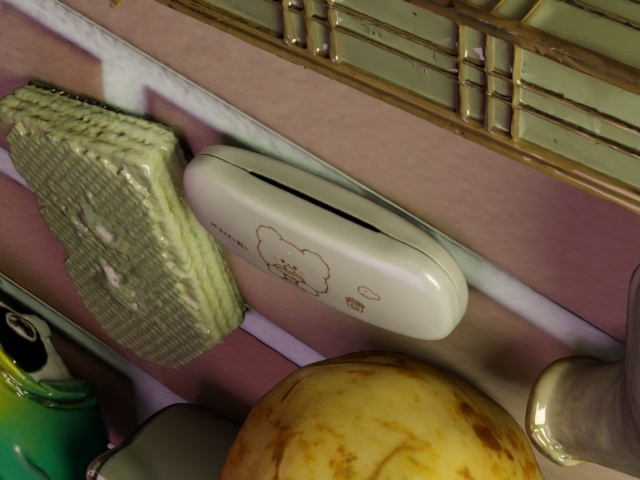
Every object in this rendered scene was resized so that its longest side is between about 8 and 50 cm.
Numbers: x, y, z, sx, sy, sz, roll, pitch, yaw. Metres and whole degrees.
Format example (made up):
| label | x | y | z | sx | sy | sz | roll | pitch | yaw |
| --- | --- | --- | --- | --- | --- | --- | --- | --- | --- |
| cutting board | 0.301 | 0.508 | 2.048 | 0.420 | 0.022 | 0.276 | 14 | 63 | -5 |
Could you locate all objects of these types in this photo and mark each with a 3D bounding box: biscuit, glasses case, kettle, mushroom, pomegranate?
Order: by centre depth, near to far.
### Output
| label | x | y | z | sx | sy | sz | roll | pitch | yaw |
| --- | --- | --- | --- | --- | --- | --- | --- | --- | --- |
| mushroom | 0.175 | 0.072 | 0.678 | 0.118 | 0.103 | 0.270 | 35 | 157 | 9 |
| glasses case | 0.000 | 0.000 | 0.836 | 0.193 | 0.049 | 0.074 | 25 | 148 | 25 |
| pomegranate | 0.031 | 0.174 | 0.878 | 0.215 | 0.215 | 0.215 | 30 | 150 | 19 |
| biscuit | -0.134 | 0.006 | 1.006 | 0.150 | 0.052 | 0.252 | 22 | 147 | 30 |
| kettle | -0.049 | 0.256 | 1.165 | 0.255 | 0.165 | 0.240 | 29 | 178 | 21 |

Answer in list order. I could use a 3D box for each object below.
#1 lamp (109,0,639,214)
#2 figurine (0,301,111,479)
| label | x | y | z | sx | sy | sz | roll | pitch | yaw |
| --- | --- | --- | --- | --- | --- | --- | --- | --- | --- |
| lamp | 0.043 | -0.104 | 0.597 | 0.325 | 0.090 | 0.089 | 27 | 150 | 25 |
| figurine | -0.305 | 0.184 | 1.280 | 0.340 | 0.231 | 0.323 | 49 | 169 | -11 |
